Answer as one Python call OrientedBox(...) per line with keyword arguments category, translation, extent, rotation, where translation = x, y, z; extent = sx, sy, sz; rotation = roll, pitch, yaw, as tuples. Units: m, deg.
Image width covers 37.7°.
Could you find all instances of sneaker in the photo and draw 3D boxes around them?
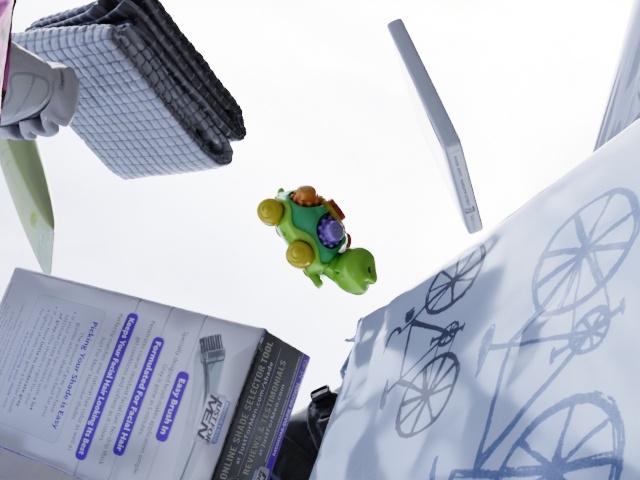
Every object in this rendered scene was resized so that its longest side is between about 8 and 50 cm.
OrientedBox(category="sneaker", translation=(-0.417, -0.143, 1.043), extent=(0.118, 0.292, 0.110), rotation=(36, -144, -62))

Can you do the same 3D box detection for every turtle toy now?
OrientedBox(category="turtle toy", translation=(0.000, 0.000, 0.870), extent=(0.130, 0.066, 0.095), rotation=(55, -177, 15))

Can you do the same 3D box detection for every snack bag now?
OrientedBox(category="snack bag", translation=(0.092, 0.101, 0.565), extent=(0.037, 0.342, 0.323), rotation=(36, -136, -15))

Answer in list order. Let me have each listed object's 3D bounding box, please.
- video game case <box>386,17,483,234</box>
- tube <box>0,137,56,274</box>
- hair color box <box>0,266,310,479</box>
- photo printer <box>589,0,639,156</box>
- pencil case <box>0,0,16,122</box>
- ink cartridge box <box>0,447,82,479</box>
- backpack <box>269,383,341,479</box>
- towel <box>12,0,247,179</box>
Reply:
OrientedBox(category="video game case", translation=(0.127, -0.124, 1.040), extent=(0.173, 0.022, 0.190), rotation=(61, -171, -55))
OrientedBox(category="tube", translation=(-0.387, -0.057, 1.260), extent=(0.070, 0.062, 0.240), rotation=(49, -171, -52))
OrientedBox(category="hair color box", translation=(-0.199, 0.154, 0.957), extent=(0.110, 0.338, 0.185), rotation=(39, -114, -55))
OrientedBox(category="photo printer", translation=(0.349, -0.072, 0.742), extent=(0.256, 0.308, 0.107), rotation=(14, -163, 6))
OrientedBox(category="pencil case", translation=(-0.286, -0.171, 0.721), extent=(0.098, 0.209, 0.095), rotation=(14, -138, -12))
OrientedBox(category="ink cartridge box", translation=(-0.323, 0.350, 1.139), extent=(0.235, 0.056, 0.171), rotation=(26, -128, 1))
OrientedBox(category="backpack", translation=(0.058, 0.387, 1.179), extent=(0.290, 0.355, 0.273), rotation=(-29, -56, -17))
OrientedBox(category="towel", translation=(-0.266, -0.214, 1.309), extent=(0.284, 0.235, 0.121), rotation=(52, -128, -39))
